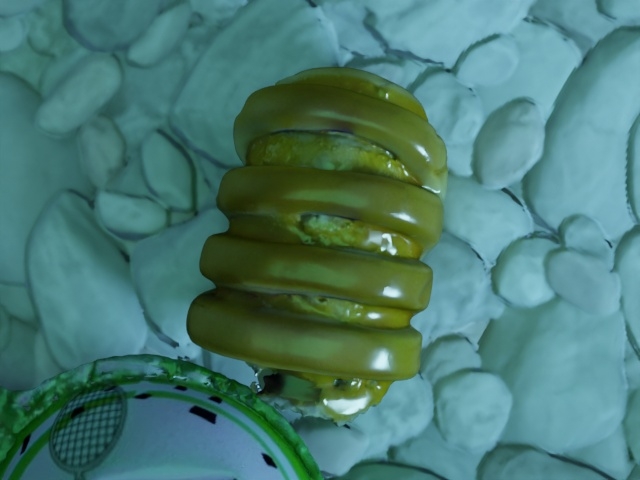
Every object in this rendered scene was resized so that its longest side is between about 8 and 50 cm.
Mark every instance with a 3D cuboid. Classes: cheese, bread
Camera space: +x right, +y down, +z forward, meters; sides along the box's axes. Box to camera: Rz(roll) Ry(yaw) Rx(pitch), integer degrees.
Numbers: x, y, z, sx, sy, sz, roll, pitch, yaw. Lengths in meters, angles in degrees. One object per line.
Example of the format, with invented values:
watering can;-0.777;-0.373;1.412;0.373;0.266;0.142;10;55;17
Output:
cheese;-0.131;0.144;0.686;0.320;0.083;0.203;20;95;5
bread;0.000;0.000;0.673;0.119;0.084;0.177;10;89;3
